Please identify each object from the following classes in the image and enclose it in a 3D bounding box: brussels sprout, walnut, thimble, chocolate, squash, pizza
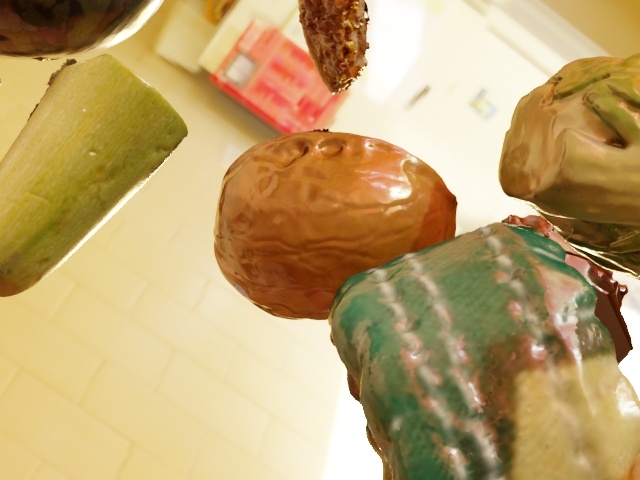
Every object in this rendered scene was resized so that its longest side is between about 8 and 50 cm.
[{"bbox_3d":[0.246,-0.051,0.918,0.161,0.223,0.223,-64,8,1],"label":"brussels sprout"},{"bbox_3d":[0.001,0.001,0.992,0.211,0.167,0.087,-10,27,20],"label":"walnut"},{"bbox_3d":[0.115,0.133,0.853,0.167,0.254,0.288,-19,-30,-2],"label":"thimble"},{"bbox_3d":[0.269,0.019,1.453,0.224,0.206,0.177,-1,43,38],"label":"chocolate"},{"bbox_3d":[-0.178,-0.023,0.779,0.200,0.090,0.075,-48,44,-9],"label":"squash"},{"bbox_3d":[0.012,-0.308,1.756,0.058,0.127,0.246,-41,-25,-29],"label":"pizza"}]

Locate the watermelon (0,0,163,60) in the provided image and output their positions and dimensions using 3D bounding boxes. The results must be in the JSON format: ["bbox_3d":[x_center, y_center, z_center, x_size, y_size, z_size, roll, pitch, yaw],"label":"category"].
[{"bbox_3d":[-0.191,-0.227,0.837,0.212,0.212,0.212,-53,8,11],"label":"watermelon"}]
